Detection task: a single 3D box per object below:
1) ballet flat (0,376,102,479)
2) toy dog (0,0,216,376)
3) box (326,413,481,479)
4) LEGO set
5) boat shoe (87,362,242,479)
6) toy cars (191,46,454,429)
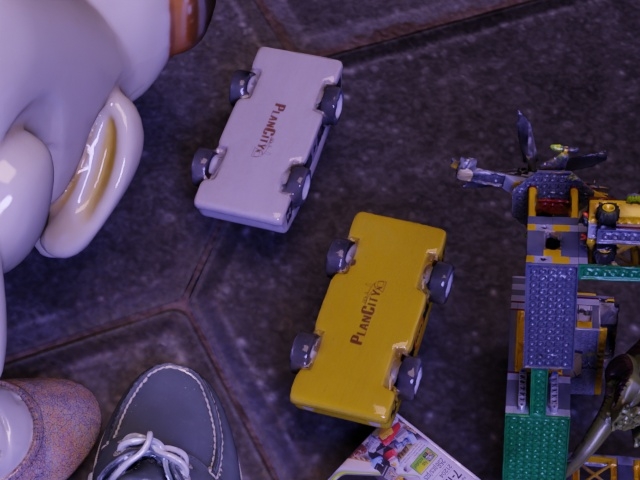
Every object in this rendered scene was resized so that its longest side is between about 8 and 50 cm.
[{"bbox_3d":[-0.294,0.167,1.061,0.316,0.106,0.107,-26,64,-27],"label":"ballet flat"},{"bbox_3d":[-0.261,-0.150,1.136,0.284,0.395,0.408,15,33,17],"label":"toy dog"},{"bbox_3d":[0.034,0.234,1.121,0.114,0.036,0.207,37,56,15],"label":"box"},{"bbox_3d":[0.242,0.054,1.130,0.255,0.331,0.192,-4,37,13],"label":"LEGO set"},{"bbox_3d":[-0.111,0.189,1.059,0.116,0.099,0.319,9,38,-4],"label":"boat shoe"},{"bbox_3d":[0.000,0.000,1.258,0.176,0.087,0.394,-21,56,-11],"label":"toy cars"}]
